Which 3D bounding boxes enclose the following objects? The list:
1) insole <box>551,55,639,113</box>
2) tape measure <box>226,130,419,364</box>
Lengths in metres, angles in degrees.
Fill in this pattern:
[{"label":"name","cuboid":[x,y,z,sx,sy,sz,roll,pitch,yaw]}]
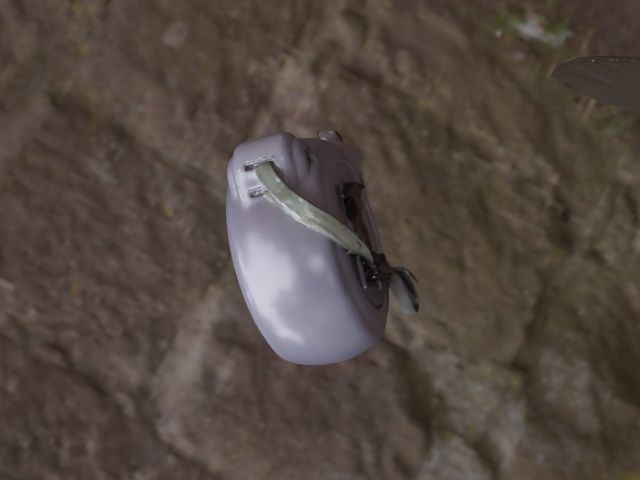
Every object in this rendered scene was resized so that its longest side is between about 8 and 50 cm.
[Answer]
[{"label":"insole","cuboid":[0.242,-0.099,1.047,0.111,0.007,0.328,20,177,-16]},{"label":"tape measure","cuboid":[0.001,0.003,1.256,0.105,0.178,0.196,-14,-178,13]}]
